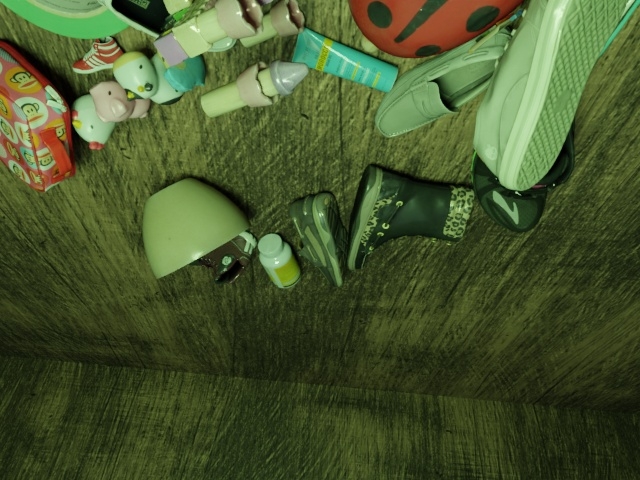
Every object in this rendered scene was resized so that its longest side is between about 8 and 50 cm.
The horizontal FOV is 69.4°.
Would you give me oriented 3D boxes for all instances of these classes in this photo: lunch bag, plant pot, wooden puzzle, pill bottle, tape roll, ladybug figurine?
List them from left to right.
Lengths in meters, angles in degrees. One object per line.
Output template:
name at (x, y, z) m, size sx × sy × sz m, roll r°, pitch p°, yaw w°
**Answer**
lunch bag at (-0.640, -0.246, 1.002) m, size 0.258 × 0.120 × 0.293 m, roll 41°, pitch 143°, yaw 4°
tape roll at (-0.435, -0.500, 0.757) m, size 0.321 × 0.077 × 0.321 m, roll 4°, pitch 144°, yaw 3°
plant pot at (-0.354, -0.052, 1.223) m, size 0.284 × 0.284 × 0.191 m, roll -24°, pitch 100°, yaw 33°
pill bottle at (-0.130, 0.063, 1.447) m, size 0.103 × 0.103 × 0.184 m, roll -5°, pitch 142°, yaw 13°
ladybug figurine at (0.211, -0.440, 0.685) m, size 0.305 × 0.161 × 0.449 m, roll 23°, pitch 140°, yaw -22°
wooden puzzle at (0.282, -0.340, 0.745) m, size 0.014 × 0.078 × 0.116 m, roll 52°, pitch 153°, yaw -7°

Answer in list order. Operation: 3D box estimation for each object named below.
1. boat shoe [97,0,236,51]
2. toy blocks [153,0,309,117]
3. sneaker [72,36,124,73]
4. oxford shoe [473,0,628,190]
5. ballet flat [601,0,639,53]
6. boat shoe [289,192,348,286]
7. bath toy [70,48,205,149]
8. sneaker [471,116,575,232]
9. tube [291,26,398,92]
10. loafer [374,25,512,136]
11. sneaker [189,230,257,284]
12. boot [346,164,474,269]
boat shoe at (-0.247, -0.382, 0.797) m, size 0.096 × 0.088 × 0.268 m, roll -47°, pitch 150°, yaw 25°
toy blocks at (-0.109, -0.396, 0.684) m, size 0.260 × 0.288 × 0.309 m, roll -10°, pitch 138°, yaw 28°
sneaker at (-0.462, -0.383, 0.943) m, size 0.119 × 0.042 × 0.067 m, roll -9°, pitch 146°, yaw 6°
oxford shoe at (0.338, -0.291, 0.693) m, size 0.169 × 0.130 × 0.449 m, roll -15°, pitch 132°, yaw -29°
ballet flat at (0.473, -0.444, 0.675) m, size 0.139 × 0.139 × 0.400 m, roll 18°, pitch 131°, yaw -17°
boat shoe at (0.000, 0.000, 1.349) m, size 0.130 × 0.132 × 0.355 m, roll 3°, pitch 136°, yaw 19°
bath toy at (-0.402, -0.294, 0.962) m, size 0.348 × 0.129 × 0.151 m, roll -17°, pitch 157°, yaw 29°
sneaker at (0.427, -0.163, 0.994) m, size 0.185 × 0.202 × 0.482 m, roll -6°, pitch 142°, yaw 16°
tube at (0.050, -0.355, 0.921) m, size 0.207 × 0.052 × 0.080 m, roll 17°, pitch 135°, yaw -7°
loafer at (0.231, -0.296, 0.913) m, size 0.112 × 0.111 × 0.319 m, roll 29°, pitch 140°, yaw -27°
sneaker at (-0.336, 0.069, 1.430) m, size 0.281 × 0.162 × 0.106 m, roll -15°, pitch 139°, yaw 24°
boot at (0.224, -0.034, 1.257) m, size 0.284 × 0.138 × 0.377 m, roll 7°, pitch 138°, yaw -2°
